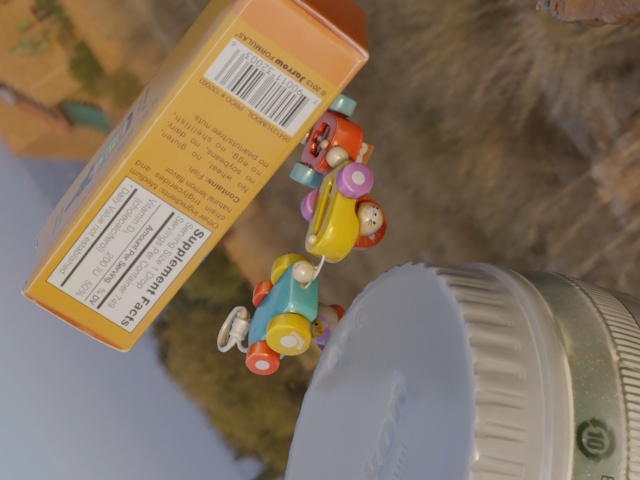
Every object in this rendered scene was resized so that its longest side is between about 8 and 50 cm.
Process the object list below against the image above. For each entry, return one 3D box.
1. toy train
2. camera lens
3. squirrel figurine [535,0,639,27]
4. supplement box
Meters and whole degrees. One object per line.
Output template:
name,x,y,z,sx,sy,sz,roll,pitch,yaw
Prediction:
toy train,0.000,0.000,0.845,0.046,0.166,0.125,23,-178,-18
camera lens,0.143,0.137,0.722,0.274,0.219,0.219,15,-171,-22
squirrel figurine,0.221,-0.376,1.083,0.397,0.281,0.370,68,-160,-56
supplement box,-0.073,-0.050,0.832,0.080,0.233,0.078,36,-158,-18
